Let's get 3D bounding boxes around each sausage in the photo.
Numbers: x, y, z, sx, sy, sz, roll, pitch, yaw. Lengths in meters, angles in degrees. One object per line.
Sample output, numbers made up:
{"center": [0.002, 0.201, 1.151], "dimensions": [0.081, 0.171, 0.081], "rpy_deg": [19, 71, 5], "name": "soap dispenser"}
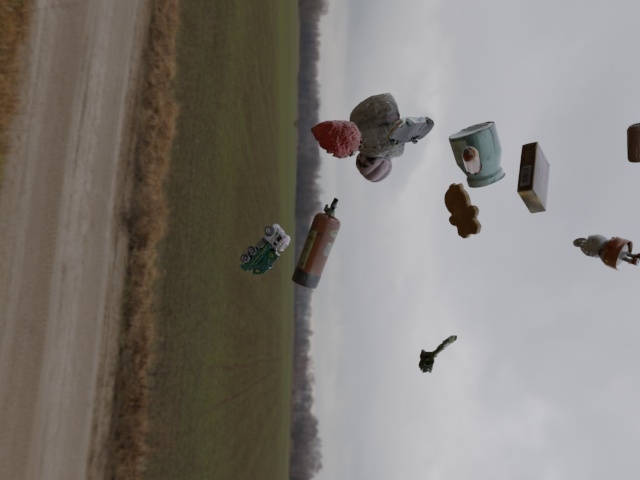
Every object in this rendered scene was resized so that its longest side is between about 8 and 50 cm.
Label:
{"center": [0.673, -0.360, 2.310], "dimensions": [0.264, 0.083, 0.083], "rpy_deg": [19, 70, -69], "name": "sausage"}

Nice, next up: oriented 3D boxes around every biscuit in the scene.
{"center": [0.622, -0.133, 2.277], "dimensions": [0.248, 0.035, 0.184], "rpy_deg": [67, -27, 7], "name": "biscuit"}

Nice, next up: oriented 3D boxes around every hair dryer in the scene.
{"center": [1.034, -0.300, 1.570], "dimensions": [0.064, 0.182, 0.117], "rpy_deg": [-34, 118, -43], "name": "hair dryer"}

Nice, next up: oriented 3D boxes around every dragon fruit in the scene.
{"center": [0.236, -0.482, 2.233], "dimensions": [0.204, 0.221, 0.282], "rpy_deg": [-72, 151, -76], "name": "dragon fruit"}

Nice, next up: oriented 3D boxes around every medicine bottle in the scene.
{"center": [0.828, -0.443, 2.700], "dimensions": [0.245, 0.245, 0.289], "rpy_deg": [-98, 166, -74], "name": "medicine bottle"}

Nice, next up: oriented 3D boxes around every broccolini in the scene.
{"center": [0.322, 0.318, 1.472], "dimensions": [0.071, 0.058, 0.254], "rpy_deg": [51, -21, 21], "name": "broccolini"}

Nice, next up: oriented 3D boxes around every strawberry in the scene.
{"center": [0.061, -0.359, 1.746], "dimensions": [0.082, 0.187, 0.146], "rpy_deg": [114, -8, -58], "name": "strawberry"}

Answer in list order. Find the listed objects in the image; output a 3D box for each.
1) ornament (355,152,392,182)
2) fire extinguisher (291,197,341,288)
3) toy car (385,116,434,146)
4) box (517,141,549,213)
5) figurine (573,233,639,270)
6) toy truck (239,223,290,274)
{"center": [0.259, -0.368, 2.442], "dimensions": [0.177, 0.178, 0.177], "rpy_deg": [-179, -90, -87], "name": "ornament"}
{"center": [-0.010, -0.003, 2.110], "dimensions": [0.200, 0.113, 0.375], "rpy_deg": [-138, -112, -71], "name": "fire extinguisher"}
{"center": [0.284, -0.350, 1.632], "dimensions": [0.056, 0.205, 0.095], "rpy_deg": [54, -48, 17], "name": "toy car"}
{"center": [0.841, -0.246, 2.037], "dimensions": [0.159, 0.071, 0.240], "rpy_deg": [40, 55, -35], "name": "box"}
{"center": [1.198, 0.043, 2.167], "dimensions": [0.271, 0.143, 0.143], "rpy_deg": [10, -80, 60], "name": "figurine"}
{"center": [-0.208, 0.045, 2.004], "dimensions": [0.216, 0.116, 0.110], "rpy_deg": [-49, 175, 3], "name": "toy truck"}
